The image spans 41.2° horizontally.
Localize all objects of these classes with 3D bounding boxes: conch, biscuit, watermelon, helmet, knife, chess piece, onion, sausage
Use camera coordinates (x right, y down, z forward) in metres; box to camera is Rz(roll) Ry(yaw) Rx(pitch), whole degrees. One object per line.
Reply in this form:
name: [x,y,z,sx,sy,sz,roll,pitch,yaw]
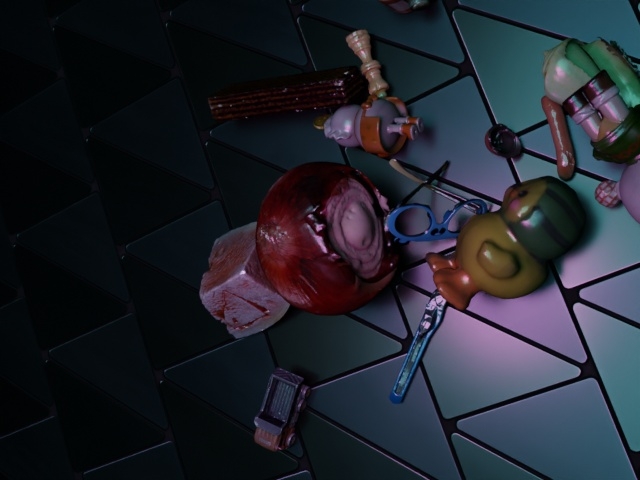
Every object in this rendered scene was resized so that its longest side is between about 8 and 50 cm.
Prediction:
conch: [0.567,-0.327,1.727,0.251,0.143,0.137,18,138,13]
biscuit: [-0.084,-0.346,2.023,0.388,0.107,0.073,-3,116,30]
watermelon: [-0.200,0.083,2.025,0.213,0.201,0.261,-26,72,34]
helmet: [0.388,-0.210,1.844,0.084,0.049,0.065,46,74,-7]
knife: [0.224,0.236,1.916,0.044,0.026,0.296,23,97,13]
chess piece: [0.115,-0.404,1.980,0.060,0.060,0.172,-24,81,23]
onion: [0.005,-0.005,1.889,0.341,0.341,0.341,-1,87,26]
sausage: [0.503,-0.219,1.794,0.043,0.043,0.186,-15,82,24]

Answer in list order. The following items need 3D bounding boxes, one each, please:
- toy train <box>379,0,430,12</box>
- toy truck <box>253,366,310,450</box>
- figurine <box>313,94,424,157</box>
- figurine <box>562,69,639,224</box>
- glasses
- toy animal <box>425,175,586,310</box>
toy train: [0.160,-0.662,1.931,0.159,0.129,0.326,-20,80,29]
toy truck: [-0.094,0.403,2.024,0.083,0.092,0.192,20,97,24]
figurine: [0.102,-0.267,1.937,0.271,0.143,0.143,21,97,24]
figurine: [0.622,-0.157,1.630,0.370,0.167,0.281,49,131,-1]
glasses: [0.235,-0.103,1.844,0.102,0.239,0.206,134,125,-63]
toy animal: [0.394,0.014,1.759,0.338,0.216,0.191,-41,105,14]
